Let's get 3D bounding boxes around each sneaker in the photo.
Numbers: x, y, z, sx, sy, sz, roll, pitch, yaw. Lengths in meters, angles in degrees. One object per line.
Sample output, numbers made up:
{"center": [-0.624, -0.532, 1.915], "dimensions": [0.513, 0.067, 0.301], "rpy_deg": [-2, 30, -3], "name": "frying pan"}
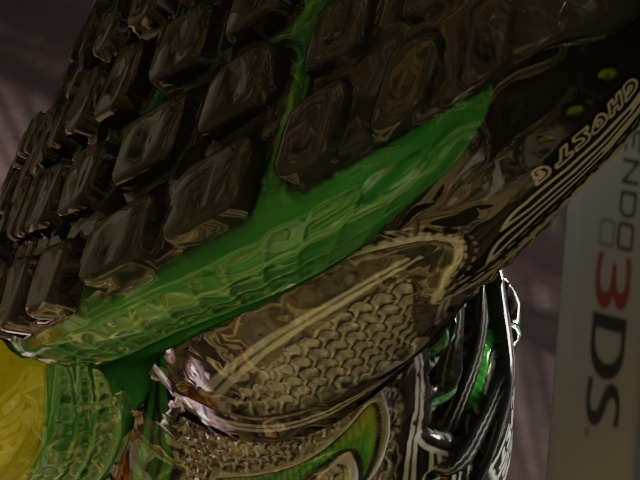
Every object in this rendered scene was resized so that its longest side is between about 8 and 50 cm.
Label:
{"center": [0.000, 0.000, 0.465], "dimensions": [0.146, 0.134, 0.343], "rpy_deg": [21, -23, -11], "name": "sneaker"}

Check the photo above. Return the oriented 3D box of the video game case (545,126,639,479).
{"center": [0.123, 0.013, 0.368], "dimensions": [0.023, 0.193, 0.212], "rpy_deg": [-3, 11, -35], "name": "video game case"}
